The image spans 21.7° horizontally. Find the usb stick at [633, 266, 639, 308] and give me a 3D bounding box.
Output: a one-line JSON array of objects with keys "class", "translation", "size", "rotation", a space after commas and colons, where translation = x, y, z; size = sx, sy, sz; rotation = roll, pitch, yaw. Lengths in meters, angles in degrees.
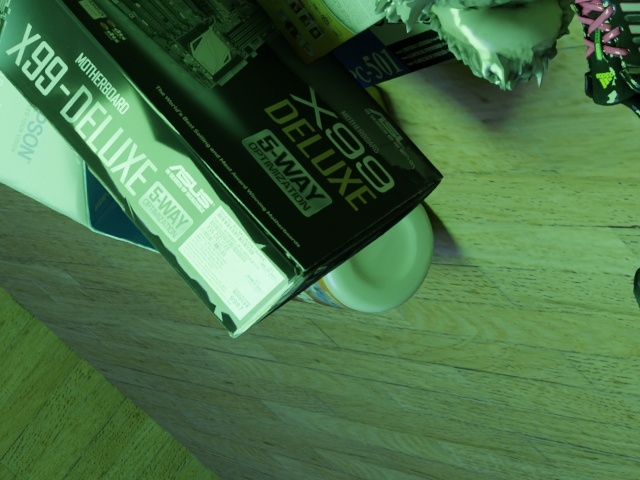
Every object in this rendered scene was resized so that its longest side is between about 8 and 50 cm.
[{"class": "usb stick", "translation": [0.313, 0.106, 1.358], "size": [0.077, 0.045, 0.278], "rotation": [25, 159, 36]}]

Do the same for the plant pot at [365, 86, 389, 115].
[{"class": "plant pot", "translation": [0.013, -0.089, 1.373], "size": [0.081, 0.083, 0.081], "rotation": [26, 159, 31]}]

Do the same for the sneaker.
[{"class": "sneaker", "translation": [0.180, -0.120, 0.990], "size": [0.170, 0.074, 0.063], "rotation": [45, 161, -22]}]

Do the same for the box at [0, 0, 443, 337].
[{"class": "box", "translation": [-0.081, -0.103, 1.132], "size": [0.307, 0.242, 0.076], "rotation": [49, 120, 5]}]

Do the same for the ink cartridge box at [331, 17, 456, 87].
[{"class": "ink cartridge box", "translation": [0.050, -0.167, 1.168], "size": [0.097, 0.046, 0.207], "rotation": [44, 162, -15]}]

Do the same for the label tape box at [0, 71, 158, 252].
[{"class": "label tape box", "translation": [-0.208, -0.144, 1.245], "size": [0.348, 0.249, 0.115], "rotation": [26, 117, 1]}]

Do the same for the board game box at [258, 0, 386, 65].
[{"class": "board game box", "translation": [-0.039, -0.238, 1.081], "size": [0.243, 0.042, 0.165], "rotation": [53, 159, -8]}]

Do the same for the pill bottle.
[{"class": "pill bottle", "translation": [0.000, 0.000, 1.563], "size": [0.121, 0.121, 0.216], "rotation": [45, 161, -24]}]

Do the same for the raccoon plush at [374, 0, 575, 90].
[{"class": "raccoon plush", "translation": [-0.024, -0.223, 0.939], "size": [0.299, 0.216, 0.446], "rotation": [40, 168, -23]}]
